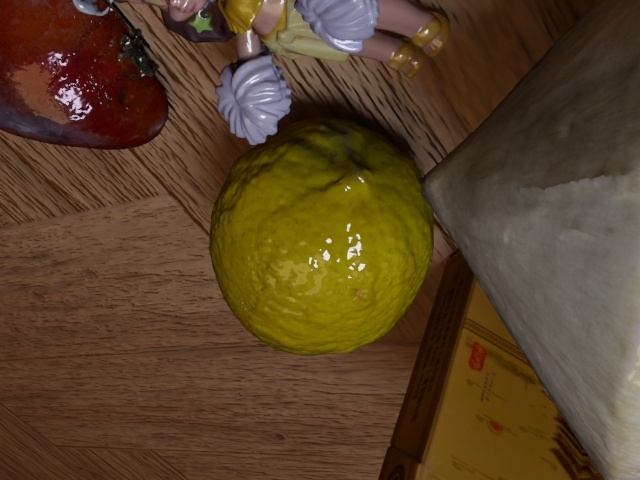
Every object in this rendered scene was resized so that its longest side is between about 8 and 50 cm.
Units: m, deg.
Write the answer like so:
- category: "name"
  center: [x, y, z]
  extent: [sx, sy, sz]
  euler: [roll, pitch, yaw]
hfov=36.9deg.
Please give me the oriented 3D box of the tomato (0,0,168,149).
- category: "tomato"
  center: [-0.225, -0.124, 0.778]
  extent: [0.173, 0.099, 0.189]
  euler: [2, 142, 26]

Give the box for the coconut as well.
- category: "coconut"
  center: [0.212, -0.010, 0.497]
  extent: [0.329, 0.329, 0.329]
  euler: [16, 145, 12]

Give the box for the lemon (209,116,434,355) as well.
- category: "lemon"
  center: [0.000, -0.001, 0.741]
  extent: [0.181, 0.180, 0.193]
  euler: [18, 170, 9]

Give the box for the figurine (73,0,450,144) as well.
- category: "figurine"
  center: [-0.036, -0.157, 0.604]
  extent: [0.240, 0.115, 0.175]
  euler: [27, 149, -14]

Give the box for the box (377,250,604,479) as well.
- category: "box"
  center: [0.155, 0.143, 0.752]
  extent: [0.174, 0.274, 0.076]
  euler: [30, 142, -10]
